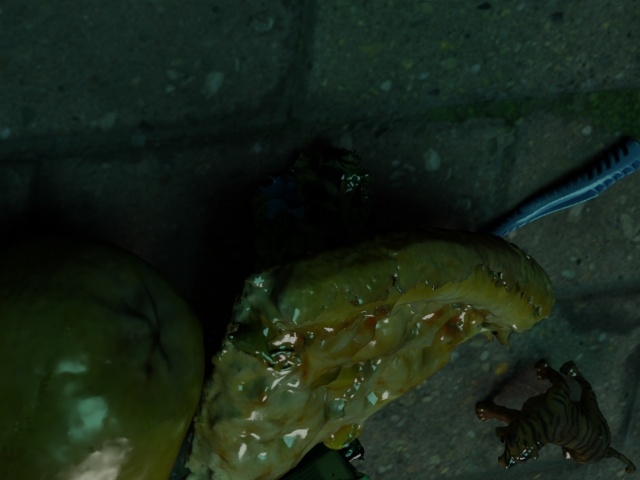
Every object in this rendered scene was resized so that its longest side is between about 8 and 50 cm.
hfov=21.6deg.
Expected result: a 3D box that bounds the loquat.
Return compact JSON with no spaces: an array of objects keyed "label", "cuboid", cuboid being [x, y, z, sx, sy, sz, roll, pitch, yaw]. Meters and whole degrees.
[{"label":"loquat","cuboid":[-0.240,0.141,1.516,0.276,0.276,0.284,22,137,-35]}]

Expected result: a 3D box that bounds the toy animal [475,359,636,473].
[{"label":"toy animal","cuboid":[0.301,0.224,1.952,0.255,0.116,0.114,25,108,-36]}]

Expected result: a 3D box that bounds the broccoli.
[{"label":"broccoli","cuboid":[0.000,0.000,1.632,0.167,0.160,0.154,-35,103,-10]}]

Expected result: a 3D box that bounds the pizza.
[{"label":"pizza","cuboid":[0.034,0.094,1.588,0.435,0.080,0.392,-34,155,-7]}]

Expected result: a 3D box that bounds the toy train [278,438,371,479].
[{"label":"toy train","cuboid":[-0.062,0.300,1.794,0.269,0.154,0.115,-32,127,-5]}]

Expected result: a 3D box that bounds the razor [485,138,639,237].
[{"label":"razor","cuboid":[0.244,-0.031,1.810,0.253,0.042,0.082,-34,171,-5]}]
